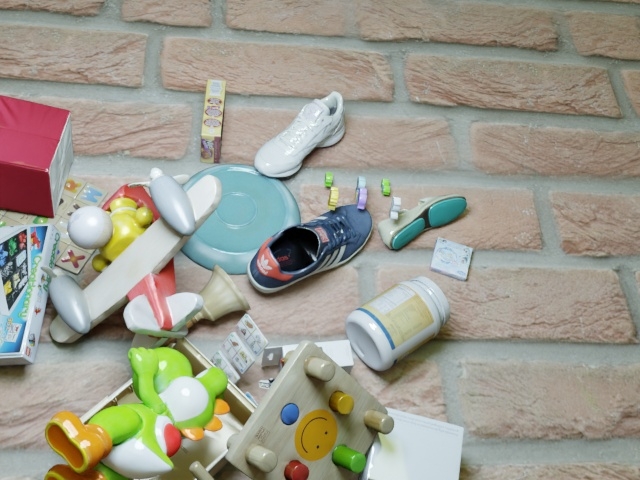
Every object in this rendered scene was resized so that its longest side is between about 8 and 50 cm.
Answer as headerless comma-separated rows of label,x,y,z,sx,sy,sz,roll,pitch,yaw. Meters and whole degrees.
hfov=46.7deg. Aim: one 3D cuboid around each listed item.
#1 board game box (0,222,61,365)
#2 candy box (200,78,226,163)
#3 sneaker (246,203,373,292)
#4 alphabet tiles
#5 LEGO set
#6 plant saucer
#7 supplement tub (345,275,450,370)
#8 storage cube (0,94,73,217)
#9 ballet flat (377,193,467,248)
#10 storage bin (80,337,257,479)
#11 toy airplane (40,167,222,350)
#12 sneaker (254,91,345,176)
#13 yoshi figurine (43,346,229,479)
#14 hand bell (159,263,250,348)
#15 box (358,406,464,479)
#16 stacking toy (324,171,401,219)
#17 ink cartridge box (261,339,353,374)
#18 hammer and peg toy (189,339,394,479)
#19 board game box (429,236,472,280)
board game box,-0.666,0.111,1.541,0.192,0.053,0.305,-3,60,8
candy box,-0.270,-0.301,1.867,0.053,0.109,0.187,3,57,-8
sneaker,0.000,0.000,1.680,0.350,0.148,0.131,-32,80,-30
alphabet tiles,-0.663,-0.055,1.707,0.342,0.011,0.285,23,58,6
LEGO set,-0.107,0.287,1.501,0.244,0.182,0.060,50,36,17
plant saucer,-0.202,-0.065,1.771,0.317,0.044,0.318,4,58,-7
supplement tub,0.170,0.177,1.617,0.199,0.144,0.144,-29,67,-25
storage cube,-0.675,-0.189,1.661,0.193,0.215,0.184,12,56,-9
ballet flat,0.246,-0.063,1.826,0.248,0.086,0.086,-26,65,-22
storage bin,-0.293,0.359,1.440,0.260,0.123,0.262,41,61,16
toy airplane,-0.385,0.038,1.480,0.272,0.384,0.386,36,68,-37
sneaker,-0.053,-0.273,1.855,0.114,0.152,0.305,37,56,20
yoshi figurine,-0.321,0.295,1.282,0.362,0.203,0.203,-24,89,-55
hand bell,-0.282,0.173,1.589,0.242,0.126,0.126,-38,70,-14
box,0.174,0.448,1.462,0.181,0.119,0.182,15,57,0
stacking toy,0.098,-0.121,1.796,0.166,0.052,0.221,9,24,-6
ink cartridge box,-0.030,0.262,1.555,0.180,0.104,0.060,-4,60,-11
hammer and peg toy,-0.047,0.388,1.320,0.266,0.127,0.361,46,68,-28
board game box,0.317,0.045,1.798,0.090,0.020,0.090,19,56,2
